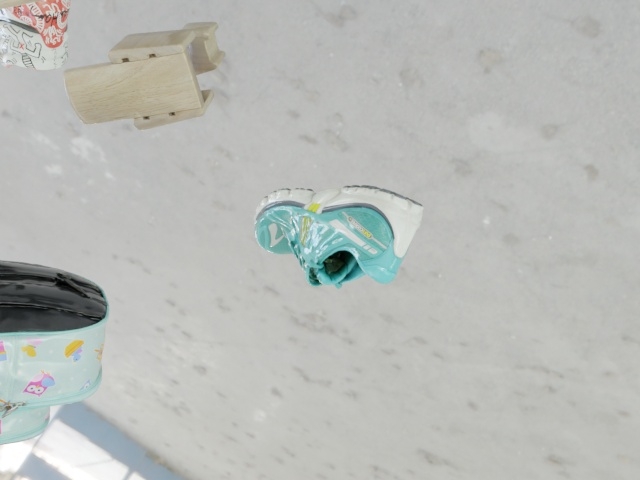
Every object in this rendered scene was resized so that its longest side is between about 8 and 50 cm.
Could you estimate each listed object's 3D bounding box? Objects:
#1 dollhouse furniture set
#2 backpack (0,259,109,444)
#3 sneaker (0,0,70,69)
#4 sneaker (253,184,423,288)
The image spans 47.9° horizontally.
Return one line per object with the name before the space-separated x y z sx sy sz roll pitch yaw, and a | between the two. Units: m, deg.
dollhouse furniture set | -0.215 -0.299 0.726 0.198 0.303 0.286 -6 123 11
backpack | -0.278 0.089 0.613 0.166 0.189 0.144 29 120 55
sneaker | -0.419 -0.309 0.936 0.270 0.090 0.144 29 125 31
sneaker | 0.000 0.000 0.844 0.107 0.109 0.275 23 166 -32
